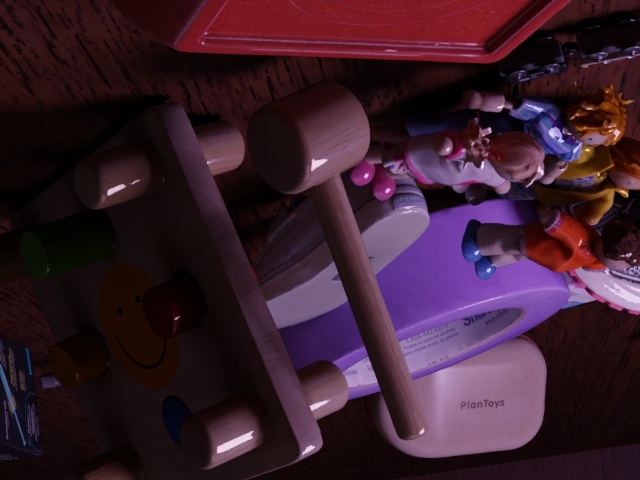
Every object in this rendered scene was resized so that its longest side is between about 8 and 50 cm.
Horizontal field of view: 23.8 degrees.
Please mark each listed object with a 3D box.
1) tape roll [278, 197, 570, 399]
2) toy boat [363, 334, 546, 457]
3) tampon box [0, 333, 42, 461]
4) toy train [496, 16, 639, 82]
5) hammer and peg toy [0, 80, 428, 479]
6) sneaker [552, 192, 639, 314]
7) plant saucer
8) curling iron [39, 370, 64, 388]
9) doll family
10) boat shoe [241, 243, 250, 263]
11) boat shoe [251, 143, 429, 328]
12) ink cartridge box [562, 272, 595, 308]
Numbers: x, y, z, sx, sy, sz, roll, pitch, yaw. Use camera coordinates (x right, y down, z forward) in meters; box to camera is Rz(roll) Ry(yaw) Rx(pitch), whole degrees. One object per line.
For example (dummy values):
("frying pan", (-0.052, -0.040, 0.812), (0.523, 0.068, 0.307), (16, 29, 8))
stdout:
("tape roll", (0.083, 0.060, 1.370), (0.274, 0.090, 0.275), (-20, 165, -5))
("toy boat", (0.160, 0.182, 1.901), (0.231, 0.151, 0.151), (-2, -168, -21))
("tampon box", (-0.364, 0.161, 1.544), (0.101, 0.120, 0.161), (-11, 164, 7))
("toy train", (0.192, -0.127, 0.978), (0.158, 0.027, 0.036), (-11, 167, 13))
("hammer and peg toy", (-0.090, 0.050, 1.034), (0.127, 0.266, 0.361), (-20, 176, -38))
("sneaker", (0.329, -0.012, 1.336), (0.299, 0.121, 0.112), (0, 133, -24))
("plant saucer", (0.047, -0.154, 0.778), (0.258, 0.048, 0.259), (-1, 163, -23))
("curling iron", (-0.177, 0.131, 1.692), (0.274, 0.035, 0.068), (-8, 160, -2))
("doll family", (0.148, -0.061, 1.072), (0.163, 0.118, 0.263), (-3, 159, 34))
("boat shoe", (-0.114, 0.059, 1.344), (0.098, 0.109, 0.302), (8, 170, 7))
("boat shoe", (0.000, 0.000, 1.207), (0.079, 0.081, 0.227), (6, 148, -39))
("ink cartridge box", (0.274, 0.026, 1.511), (0.122, 0.052, 0.088), (-16, 163, 31))
